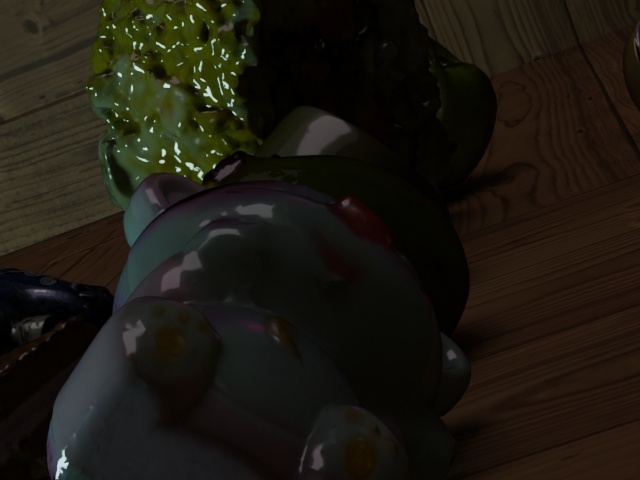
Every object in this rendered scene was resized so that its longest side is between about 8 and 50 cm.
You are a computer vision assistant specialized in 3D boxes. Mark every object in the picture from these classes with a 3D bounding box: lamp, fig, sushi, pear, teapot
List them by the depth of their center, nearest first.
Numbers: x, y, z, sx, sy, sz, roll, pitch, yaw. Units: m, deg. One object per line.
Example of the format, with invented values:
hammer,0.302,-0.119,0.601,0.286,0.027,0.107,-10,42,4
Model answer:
lamp,-0.044,0.099,0.969,0.247,0.247,0.301,-61,2,28
fig,-0.002,0.010,1.265,0.203,0.225,0.203,-28,29,17
teapot,0.000,0.000,1.527,0.175,0.186,0.267,-52,-18,-9
sushi,-0.056,-0.143,1.736,0.240,0.396,0.351,3,30,40
pear,0.077,-0.160,2.016,0.282,0.286,0.176,-17,-10,24

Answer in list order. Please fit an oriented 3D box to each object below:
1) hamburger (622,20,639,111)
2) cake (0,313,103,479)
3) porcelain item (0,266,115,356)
hamburger,0.383,-0.171,1.676,0.137,0.175,0.175,-31,1,36
cake,-0.254,0.163,1.211,0.113,0.116,0.295,-7,20,45
porcelain item,-0.355,0.111,1.837,0.186,0.138,0.288,0,10,17
